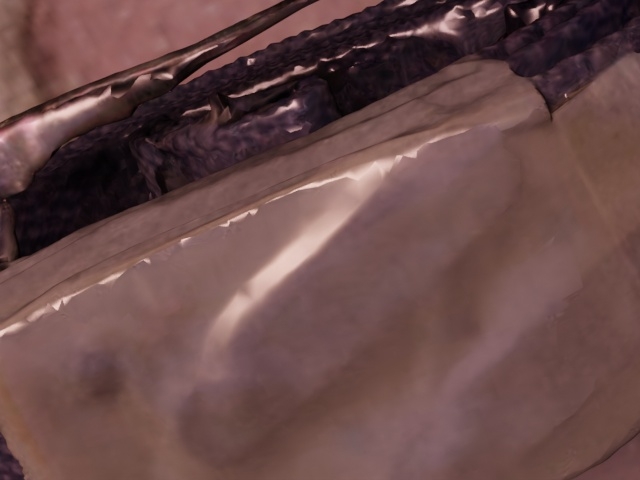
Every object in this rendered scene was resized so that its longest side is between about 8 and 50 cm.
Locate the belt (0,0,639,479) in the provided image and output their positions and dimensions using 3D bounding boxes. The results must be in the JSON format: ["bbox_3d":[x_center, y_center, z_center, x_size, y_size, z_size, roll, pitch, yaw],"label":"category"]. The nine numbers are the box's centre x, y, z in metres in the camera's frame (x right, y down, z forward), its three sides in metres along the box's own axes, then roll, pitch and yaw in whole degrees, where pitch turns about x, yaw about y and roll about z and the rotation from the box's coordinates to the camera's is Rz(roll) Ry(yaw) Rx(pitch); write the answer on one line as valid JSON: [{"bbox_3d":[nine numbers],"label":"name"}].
[{"bbox_3d":[0.000,0.000,0.377,0.230,0.140,0.126,-23,114,3],"label":"belt"}]
